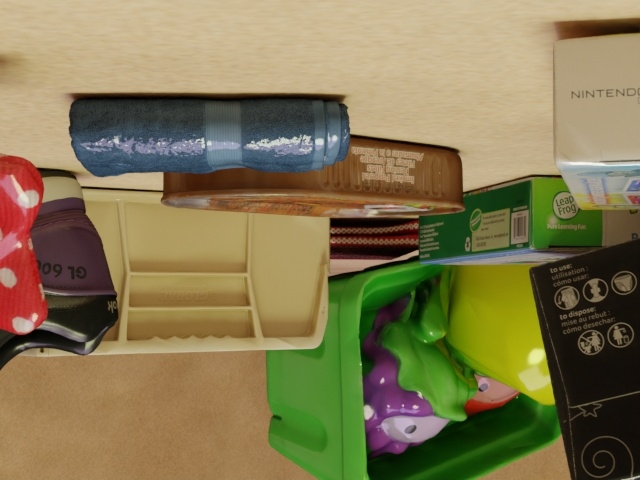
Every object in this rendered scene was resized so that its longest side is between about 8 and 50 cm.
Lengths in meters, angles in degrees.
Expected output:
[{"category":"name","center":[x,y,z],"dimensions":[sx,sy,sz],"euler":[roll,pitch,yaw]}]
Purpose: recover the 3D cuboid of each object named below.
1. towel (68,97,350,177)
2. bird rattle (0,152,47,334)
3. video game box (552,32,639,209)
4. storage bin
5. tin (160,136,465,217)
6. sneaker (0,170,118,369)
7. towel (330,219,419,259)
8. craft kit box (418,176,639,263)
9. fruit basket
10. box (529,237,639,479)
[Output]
[{"category":"towel","center":[-0.048,-0.044,0.582],"dimensions":[0.119,0.029,0.067],"euler":[0,176,-2]},{"category":"bird rattle","center":[-0.224,-0.008,0.445],"dimensions":[0.253,0.143,0.207],"euler":[-3,161,-1]},{"category":"video game box","center":[0.184,-0.041,0.494],"dimensions":[0.187,0.048,0.205],"euler":[-4,176,12]},{"category":"storage bin","center":[-0.165,0.031,1.116],"dimensions":[0.260,0.123,0.262],"euler":[2,176,-35]},{"category":"tin","center":[0.000,-0.034,0.733],"dimensions":[0.189,0.040,0.106],"euler":[3,180,-45]},{"category":"sneaker","center":[-0.264,0.058,0.824],"dimensions":[0.283,0.124,0.107],"euler":[-20,171,-12]},{"category":"towel","center":[0.000,0.000,1.419],"dimensions":[0.199,0.031,0.275],"euler":[0,177,-5]},{"category":"craft kit box","center":[0.228,-0.010,1.029],"dimensions":[0.246,0.061,0.250],"euler":[3,176,-14]},{"category":"fruit basket","center":[0.171,0.110,1.340],"dimensions":[0.392,0.283,0.392],"euler":[-1,-171,0]},{"category":"box","center":[0.283,0.076,0.869],"dimensions":[0.247,0.163,0.142],"euler":[-16,151,18]}]
